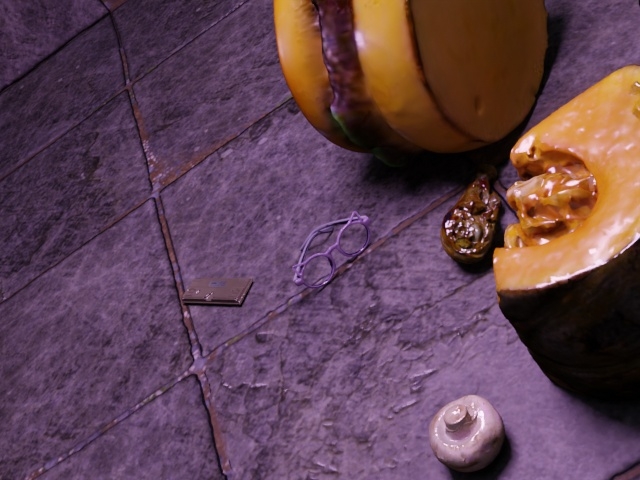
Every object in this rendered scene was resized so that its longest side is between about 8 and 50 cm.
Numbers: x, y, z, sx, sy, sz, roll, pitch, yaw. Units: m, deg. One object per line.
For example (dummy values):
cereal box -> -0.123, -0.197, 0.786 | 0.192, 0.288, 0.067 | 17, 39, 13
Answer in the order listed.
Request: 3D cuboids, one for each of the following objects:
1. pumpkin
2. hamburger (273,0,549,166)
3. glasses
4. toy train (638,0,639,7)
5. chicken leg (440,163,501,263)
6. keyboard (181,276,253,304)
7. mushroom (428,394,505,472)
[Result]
pumpkin -> 0.318, -0.002, 0.911 | 0.256, 0.225, 0.303 | -13, 50, 37
hamburger -> 0.122, -0.299, 1.262 | 0.277, 0.396, 0.396 | 4, 54, 42
glasses -> 0.000, 0.000, 1.291 | 0.140, 0.062, 0.104 | -41, 36, -5
toy train -> 0.533, -0.355, 1.033 | 0.179, 0.272, 0.442 | -35, 35, -10
chicken leg -> 0.207, -0.044, 1.166 | 0.093, 0.070, 0.178 | -41, 15, 42
keyboard -> -0.162, 0.079, 1.384 | 0.129, 0.015, 0.049 | -2, 45, 39
mushroom -> 0.155, 0.204, 0.947 | 0.083, 0.067, 0.084 | -24, 33, 16
